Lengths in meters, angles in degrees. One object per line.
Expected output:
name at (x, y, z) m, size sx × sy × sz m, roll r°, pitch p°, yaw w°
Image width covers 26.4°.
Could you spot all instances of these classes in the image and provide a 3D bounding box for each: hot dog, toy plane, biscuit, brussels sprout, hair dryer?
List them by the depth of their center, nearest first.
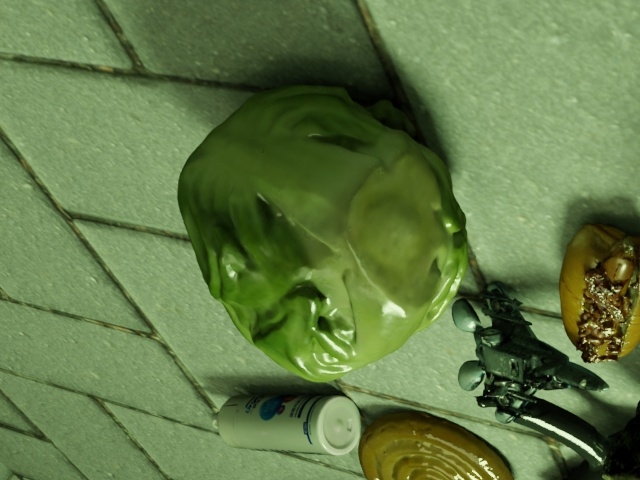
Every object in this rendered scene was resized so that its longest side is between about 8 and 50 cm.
brussels sprout at (0.000, 0.000, 1.400) m, size 0.328 × 0.247 × 0.328 m, roll 24°, pitch 157°, yaw 11°
hot dog at (0.293, 0.062, 1.410) m, size 0.102 × 0.076 × 0.249 m, roll 24°, pitch 155°, yaw 17°
toy plane at (0.230, 0.140, 1.519) m, size 0.246 × 0.078 × 0.169 m, roll -156°, pitch 59°, yaw -65°
hair dryer at (0.286, 0.252, 1.684) m, size 0.271 × 0.091 × 0.235 m, roll 35°, pitch 130°, yaw -15°
biscuit at (0.170, 0.355, 2.023) m, size 0.262 × 0.037 × 0.262 m, roll 19°, pitch 138°, yaw 18°

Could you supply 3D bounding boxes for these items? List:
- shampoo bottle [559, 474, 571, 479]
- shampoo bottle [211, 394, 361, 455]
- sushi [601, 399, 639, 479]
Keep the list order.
shampoo bottle at (0.371, 0.364, 1.878) m, size 0.102 × 0.064 × 0.260 m, roll 34°, pitch 153°, yaw -1°
shampoo bottle at (-0.069, 0.284, 2.129) m, size 0.303 × 0.092 × 0.092 m, roll -5°, pitch 138°, yaw 49°
sushi at (0.498, 0.285, 1.505) m, size 0.350 × 0.171 × 0.211 m, roll 28°, pitch 155°, yaw 2°
